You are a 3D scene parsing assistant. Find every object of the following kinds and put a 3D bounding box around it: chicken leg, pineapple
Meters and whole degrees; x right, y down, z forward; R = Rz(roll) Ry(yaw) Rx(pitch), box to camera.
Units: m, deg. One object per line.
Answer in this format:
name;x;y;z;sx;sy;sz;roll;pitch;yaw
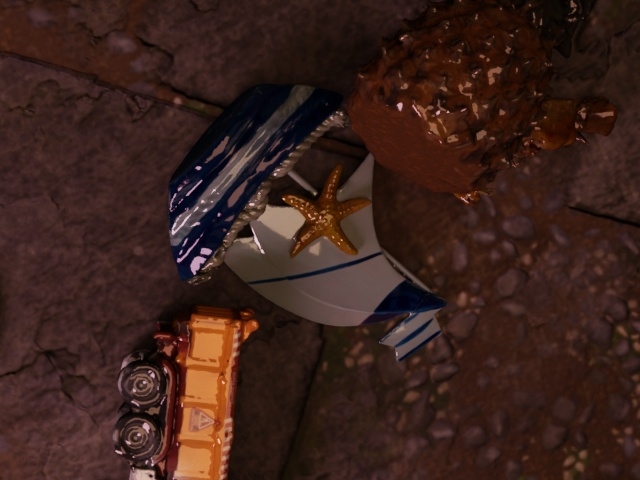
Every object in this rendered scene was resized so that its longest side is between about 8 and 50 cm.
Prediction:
chicken leg;0.171;-0.095;1.750;0.207;0.085;0.101;-5;63;-14
pineapple;0.171;-0.205;1.661;0.165;0.165;0.364;40;67;-11

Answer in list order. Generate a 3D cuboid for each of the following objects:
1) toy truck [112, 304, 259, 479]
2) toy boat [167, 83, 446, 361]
toy truck;-0.120;0.194;1.731;0.135;0.114;0.270;6;94;-4
toy boat;0.000;0.000;1.762;0.291;0.067;0.220;42;90;-22
